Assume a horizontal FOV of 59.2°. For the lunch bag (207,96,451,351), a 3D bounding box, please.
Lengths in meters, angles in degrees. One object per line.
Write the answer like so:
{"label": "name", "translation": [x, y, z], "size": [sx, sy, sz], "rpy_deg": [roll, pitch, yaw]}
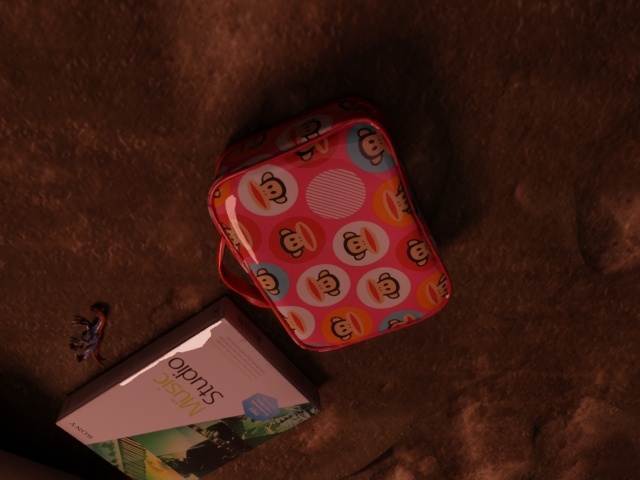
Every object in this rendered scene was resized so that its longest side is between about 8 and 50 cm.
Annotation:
{"label": "lunch bag", "translation": [0.000, 0.000, 0.689], "size": [0.258, 0.120, 0.293], "rpy_deg": [-22, 120, 9]}

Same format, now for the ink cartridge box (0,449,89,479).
{"label": "ink cartridge box", "translation": [-0.531, 0.519, 0.807], "size": [0.285, 0.166, 0.395], "rpy_deg": [41, 81, -34]}

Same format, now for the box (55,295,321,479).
{"label": "box", "translation": [-0.195, 0.250, 0.854], "size": [0.322, 0.058, 0.232], "rpy_deg": [-32, 117, 14]}

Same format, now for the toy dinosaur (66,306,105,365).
{"label": "toy dinosaur", "translation": [-0.323, 0.131, 0.798], "size": [0.082, 0.047, 0.090], "rpy_deg": [-42, 148, 8]}
